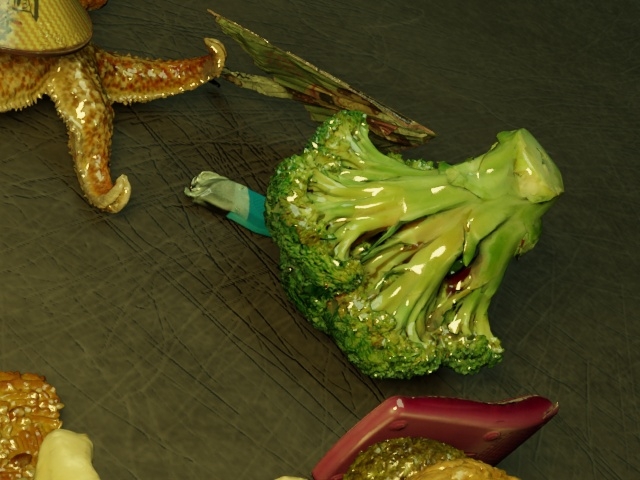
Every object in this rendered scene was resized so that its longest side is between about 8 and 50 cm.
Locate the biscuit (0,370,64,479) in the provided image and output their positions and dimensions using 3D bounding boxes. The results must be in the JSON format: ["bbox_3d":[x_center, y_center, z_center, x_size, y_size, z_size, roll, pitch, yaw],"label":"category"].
[{"bbox_3d":[-0.219,0.166,1.087,0.126,0.025,0.206,13,40,-33],"label":"biscuit"}]

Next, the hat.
[{"bbox_3d":[-0.266,-0.233,1.302,0.193,0.082,0.193,21,27,-12],"label":"hat"}]

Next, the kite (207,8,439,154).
[{"bbox_3d":[0.002,-0.130,1.517,0.267,0.013,0.323,20,-12,32],"label":"kite"}]

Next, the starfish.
[{"bbox_3d":[-0.226,-0.160,1.410,0.303,0.113,0.312,7,41,-38],"label":"starfish"}]

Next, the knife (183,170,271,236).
[{"bbox_3d":[-0.001,0.001,1.501,0.296,0.026,0.044,26,37,-23],"label":"knife"}]

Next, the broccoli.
[{"bbox_3d":[0.082,-0.013,1.376,0.269,0.269,0.254,-1,64,-44],"label":"broccoli"}]

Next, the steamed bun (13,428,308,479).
[{"bbox_3d":[-0.142,0.245,0.904,0.247,0.189,0.428,-1,25,20],"label":"steamed bun"}]

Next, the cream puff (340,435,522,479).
[{"bbox_3d":[0.080,0.229,1.201,0.183,0.183,0.169,4,23,-41],"label":"cream puff"}]

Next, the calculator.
[{"bbox_3d":[0.095,0.169,1.294,0.190,0.126,0.034,5,51,-39],"label":"calculator"}]
